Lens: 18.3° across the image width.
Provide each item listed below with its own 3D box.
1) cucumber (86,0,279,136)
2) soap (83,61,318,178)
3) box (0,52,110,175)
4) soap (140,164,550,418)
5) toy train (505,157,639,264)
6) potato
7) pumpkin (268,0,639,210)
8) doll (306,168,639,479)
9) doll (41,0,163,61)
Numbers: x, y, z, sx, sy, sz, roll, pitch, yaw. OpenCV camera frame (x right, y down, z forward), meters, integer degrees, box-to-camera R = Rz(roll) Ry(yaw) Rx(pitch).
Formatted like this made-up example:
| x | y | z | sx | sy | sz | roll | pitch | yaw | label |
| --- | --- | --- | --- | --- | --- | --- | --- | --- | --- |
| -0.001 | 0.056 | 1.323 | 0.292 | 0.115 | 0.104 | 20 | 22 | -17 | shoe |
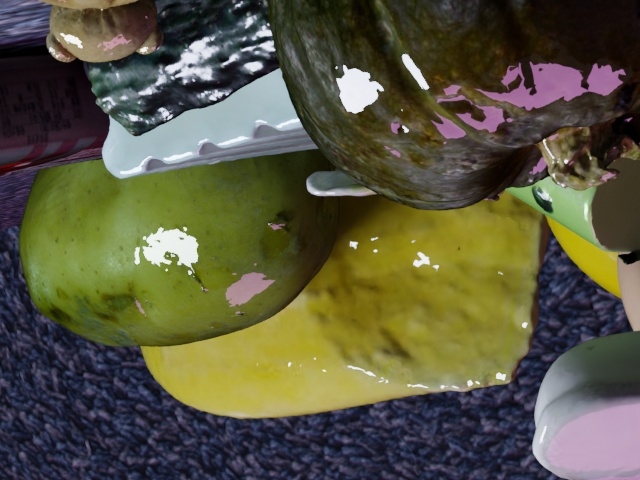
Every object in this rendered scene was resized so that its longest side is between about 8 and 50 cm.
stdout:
| x | y | z | sx | sy | sz | roll | pitch | yaw | label |
| --- | --- | --- | --- | --- | --- | --- | --- | --- | --- |
| -0.038 | -0.120 | 1.010 | 0.211 | 0.062 | 0.078 | -23 | -158 | 49 | cucumber |
| -0.002 | -0.107 | 1.247 | 0.160 | 0.087 | 0.265 | -14 | 179 | 36 | soap |
| -0.183 | -0.077 | 1.226 | 0.120 | 0.069 | 0.224 | -13 | -179 | 33 | box |
| -0.001 | -0.001 | 1.706 | 0.427 | 0.306 | 0.115 | -9 | 163 | 38 | soap |
| 0.120 | -0.079 | 1.009 | 0.157 | 0.105 | 0.253 | -34 | -140 | -18 | toy train |
| -0.116 | -0.018 | 1.598 | 0.216 | 0.216 | 0.304 | -13 | 171 | -47 | potato |
| 0.087 | -0.095 | 0.833 | 0.224 | 0.157 | 0.223 | -18 | 171 | -3 | pumpkin |
| 0.203 | -0.016 | 1.092 | 0.348 | 0.161 | 0.423 | -16 | -146 | -22 | doll |
| -0.097 | -0.107 | 0.864 | 0.061 | 0.051 | 0.093 | -7 | 179 | 2 | doll |
